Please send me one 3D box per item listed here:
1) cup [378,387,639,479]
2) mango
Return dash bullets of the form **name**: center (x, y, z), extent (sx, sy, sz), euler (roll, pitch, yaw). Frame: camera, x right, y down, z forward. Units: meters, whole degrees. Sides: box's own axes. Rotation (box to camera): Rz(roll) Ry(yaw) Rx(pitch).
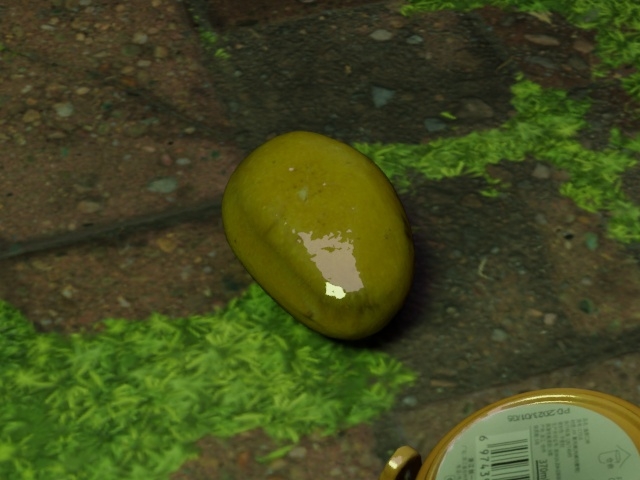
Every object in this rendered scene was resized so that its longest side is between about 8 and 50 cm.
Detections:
- **cup**: center (0.121, 0.200, 0.740), extent (0.226, 0.264, 0.182), euler (22, 54, 41)
- **mango**: center (0.000, 0.000, 1.083), extent (0.137, 0.098, 0.195), euler (-9, 49, -11)
